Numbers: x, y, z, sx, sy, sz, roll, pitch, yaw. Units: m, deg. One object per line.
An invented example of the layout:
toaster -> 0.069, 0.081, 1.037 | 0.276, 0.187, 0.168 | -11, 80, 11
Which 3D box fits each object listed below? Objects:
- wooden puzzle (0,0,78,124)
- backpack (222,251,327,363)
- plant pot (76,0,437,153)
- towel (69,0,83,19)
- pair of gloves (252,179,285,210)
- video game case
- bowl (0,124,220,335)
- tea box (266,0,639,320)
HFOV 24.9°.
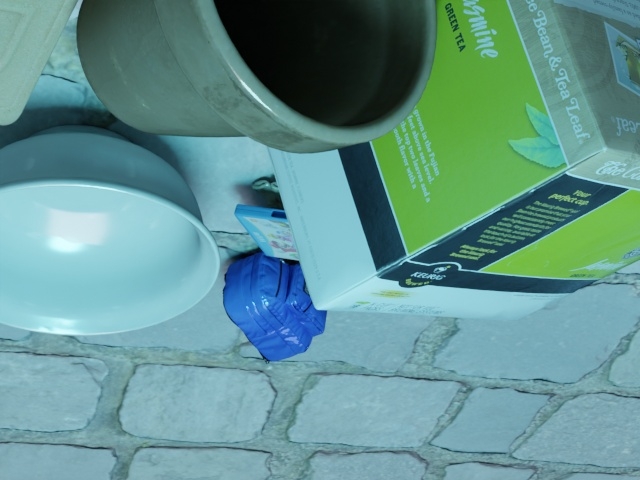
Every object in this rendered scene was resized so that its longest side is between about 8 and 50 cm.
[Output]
wooden puzzle -> -0.342, -0.228, 1.130 | 0.322, 0.080, 0.348 | 5, 143, -34
backpack -> -0.054, 0.067, 1.727 | 0.101, 0.098, 0.120 | -25, 130, 24
plant pot -> -0.073, -0.178, 1.169 | 0.263, 0.263, 0.229 | 26, 151, -37
towel -> -0.394, -0.255, 1.236 | 0.317, 0.053, 0.332 | -20, 144, 23
pair of gloves -> 0.059, -0.007, 1.618 | 0.240, 0.042, 0.204 | 5, 158, 29
video game case -> 0.000, 0.000, 1.595 | 0.166, 0.015, 0.119 | 8, 160, 21
bowl -> -0.255, -0.027, 1.524 | 0.298, 0.134, 0.298 | -3, 147, -2
tea box -> 0.181, -0.087, 1.321 | 0.324, 0.220, 0.329 | -29, 158, 35
